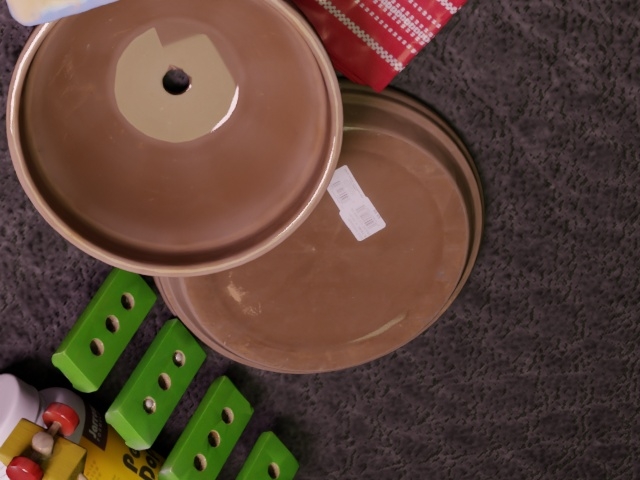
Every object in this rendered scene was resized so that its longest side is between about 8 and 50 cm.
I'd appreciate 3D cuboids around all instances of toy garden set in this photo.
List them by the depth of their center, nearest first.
[{"bbox_3d":[-0.142,0.174,1.492,0.049,0.204,0.244,-16,122,41],"label":"toy garden set"}]

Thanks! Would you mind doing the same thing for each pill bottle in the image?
[{"bbox_3d":[-0.199,0.200,1.544,0.117,0.117,0.215,-41,121,15],"label":"pill bottle"}]

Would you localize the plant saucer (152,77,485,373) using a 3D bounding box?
[{"bbox_3d":[0.000,0.000,1.503,0.278,0.041,0.278,-5,122,-8],"label":"plant saucer"}]

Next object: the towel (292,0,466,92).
[{"bbox_3d":[0.058,-0.256,1.356,0.199,0.031,0.275,36,108,-26],"label":"towel"}]

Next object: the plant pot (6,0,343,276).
[{"bbox_3d":[-0.106,-0.102,1.363,0.237,0.110,0.237,-2,114,-4],"label":"plant pot"}]

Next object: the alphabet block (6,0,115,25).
[{"bbox_3d":[-0.141,-0.284,1.204,0.193,0.192,0.197,-18,125,-2],"label":"alphabet block"}]
